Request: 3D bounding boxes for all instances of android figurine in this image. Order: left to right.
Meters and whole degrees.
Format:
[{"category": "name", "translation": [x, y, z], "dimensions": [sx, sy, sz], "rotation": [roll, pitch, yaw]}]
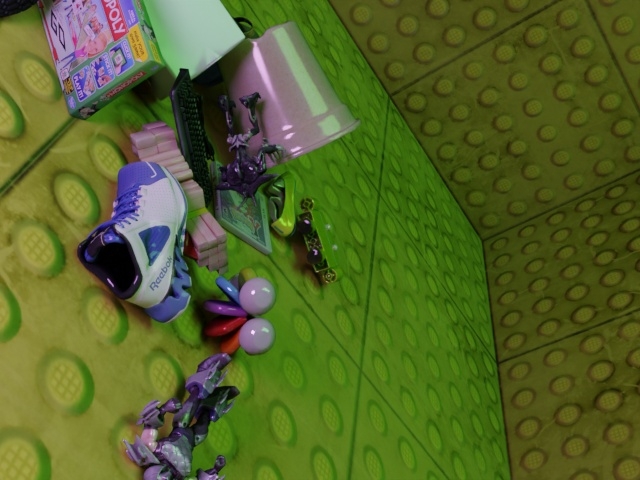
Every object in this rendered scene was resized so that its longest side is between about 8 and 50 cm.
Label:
[{"category": "android figurine", "translation": [0.000, 0.000, 2.041], "dimensions": [0.273, 0.056, 0.248], "rotation": [1, 70, -77]}]

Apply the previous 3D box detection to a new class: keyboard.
[{"category": "keyboard", "translation": [-0.270, -0.222, 1.605], "dimensions": [0.201, 0.033, 0.317], "rotation": [-87, 174, -52]}]

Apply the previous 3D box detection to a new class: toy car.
[{"category": "toy car", "translation": [-0.171, 0.146, 1.483], "dimensions": [0.136, 0.159, 0.181], "rotation": [-1, 96, -22]}]

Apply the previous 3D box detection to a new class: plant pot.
[{"category": "plant pot", "translation": [-0.105, -0.375, 1.870], "dimensions": [0.305, 0.334, 0.334], "rotation": [67, 21, -14]}]

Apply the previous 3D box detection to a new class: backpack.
[{"category": "backpack", "translation": [-0.287, -0.458, 1.930], "dimensions": [0.101, 0.098, 0.120], "rotation": [56, 22, -28]}]

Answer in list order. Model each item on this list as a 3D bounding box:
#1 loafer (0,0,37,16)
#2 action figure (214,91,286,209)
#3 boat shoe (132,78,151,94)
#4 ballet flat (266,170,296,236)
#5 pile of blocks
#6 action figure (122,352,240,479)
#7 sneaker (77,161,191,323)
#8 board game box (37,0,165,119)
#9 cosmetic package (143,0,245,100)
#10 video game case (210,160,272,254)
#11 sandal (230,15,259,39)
[{"category": "loafer", "translation": [-0.544, -0.496, 1.367], "dimensions": [0.078, 0.076, 0.223], "rotation": [36, 64, 7]}, {"category": "action figure", "translation": [-0.166, -0.200, 1.708], "dimensions": [0.141, 0.164, 0.275], "rotation": [14, 67, -65]}, {"category": "boat shoe", "translation": [-0.425, -0.387, 1.612], "dimensions": [0.152, 0.056, 0.049], "rotation": [48, 32, -32]}, {"category": "ballet flat", "translation": [-0.109, -0.112, 1.979], "dimensions": [0.077, 0.077, 0.230], "rotation": [25, 43, -32]}, {"category": "pile of blocks", "translation": [-0.310, -0.079, 1.500], "dimensions": [0.113, 0.149, 0.362], "rotation": [-20, 69, -24]}, {"category": "action figure", "translation": [-0.223, 0.319, 1.235], "dimensions": [0.185, 0.099, 0.285], "rotation": [64, 25, -22]}, {"category": "sneaker", "translation": [-0.335, -0.018, 1.315], "dimensions": [0.182, 0.128, 0.315], "rotation": [30, 41, -56]}, {"category": "board game box", "translation": [-0.437, -0.424, 1.425], "dimensions": [0.046, 0.214, 0.317], "rotation": [10, 56, -62]}, {"category": "cosmetic package", "translation": [-0.374, -0.533, 1.623], "dimensions": [0.217, 0.156, 0.385], "rotation": [-42, 109, -26]}, {"category": "video game case", "translation": [-0.194, -0.079, 1.816], "dimensions": [0.201, 0.023, 0.183], "rotation": [36, 35, -47]}, {"category": "sandal", "translation": [-0.247, -0.667, 2.289], "dimensions": [0.219, 0.060, 0.089], "rotation": [21, 47, -58]}]
